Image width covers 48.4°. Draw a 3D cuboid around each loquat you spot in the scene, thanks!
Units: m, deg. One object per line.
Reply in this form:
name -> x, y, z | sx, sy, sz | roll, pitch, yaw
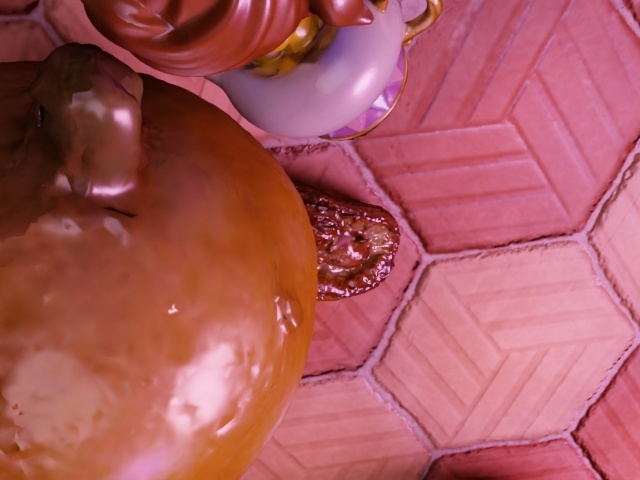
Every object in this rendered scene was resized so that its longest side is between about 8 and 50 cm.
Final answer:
loquat -> -0.152, 0.023, 0.453 | 0.329, 0.328, 0.359 | 15, 141, -14

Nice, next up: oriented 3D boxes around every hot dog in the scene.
hot dog -> -0.001, 0.001, 0.616 | 0.147, 0.065, 0.099 | 19, 108, -13

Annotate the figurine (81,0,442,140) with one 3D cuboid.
figurine -> -0.036, -0.151, 0.429 | 0.190, 0.142, 0.263 | -14, 162, 23
